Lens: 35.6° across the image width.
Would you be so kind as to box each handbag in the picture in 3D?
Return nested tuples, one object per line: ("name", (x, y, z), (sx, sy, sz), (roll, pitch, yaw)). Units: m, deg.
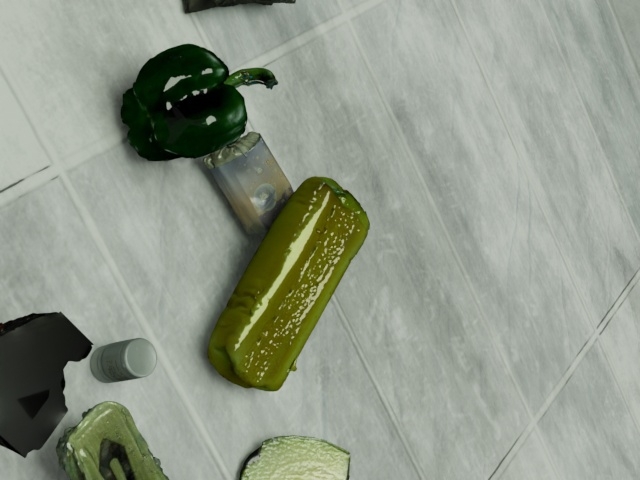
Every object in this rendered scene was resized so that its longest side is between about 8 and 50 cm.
("handbag", (-0.117, -0.106, 1.709), (0.173, 0.095, 0.117), (58, 45, -22))

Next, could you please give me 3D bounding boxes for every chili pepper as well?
("chili pepper", (-0.192, -0.222, 1.613), (0.261, 0.165, 0.174), (-30, 83, -43))

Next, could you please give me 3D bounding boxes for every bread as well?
("bread", (-0.058, 0.070, 1.671), (0.166, 0.112, 0.383), (43, 68, -38))

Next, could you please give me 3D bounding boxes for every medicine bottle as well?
("medicine bottle", (-0.287, 0.175, 1.452), (0.058, 0.091, 0.058), (15, 69, -43))

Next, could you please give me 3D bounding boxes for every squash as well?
("squash", (-0.055, 0.421, 1.657), (0.184, 0.085, 0.192), (18, 60, -11))

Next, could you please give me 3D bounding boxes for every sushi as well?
("sushi", (-0.412, 0.172, 1.278), (0.153, 0.150, 0.172), (51, 48, -24))

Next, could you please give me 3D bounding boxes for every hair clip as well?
("hair clip", (-0.276, 0.367, 1.419), (0.138, 0.091, 0.321), (-49, 125, -41))

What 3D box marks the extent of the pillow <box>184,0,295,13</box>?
("pillow", (-0.178, -0.566, 1.773), (0.228, 0.101, 0.326), (-21, 96, -50))
